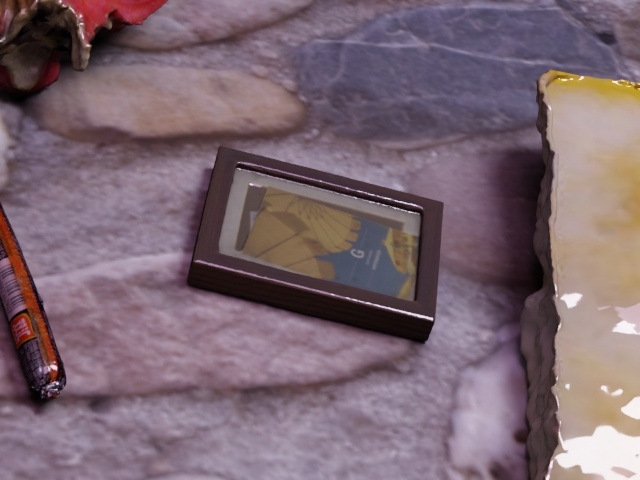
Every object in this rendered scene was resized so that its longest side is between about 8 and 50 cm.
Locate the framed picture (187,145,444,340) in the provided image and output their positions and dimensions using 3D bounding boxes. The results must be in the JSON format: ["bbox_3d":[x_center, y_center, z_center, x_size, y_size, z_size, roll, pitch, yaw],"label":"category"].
[{"bbox_3d":[0.000,0.000,1.203,0.168,0.023,0.128,14,42,-5],"label":"framed picture"}]

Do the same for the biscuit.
[{"bbox_3d":[0.329,0.056,1.200,0.446,0.104,0.429,6,44,-9],"label":"biscuit"}]

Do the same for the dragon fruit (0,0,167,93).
[{"bbox_3d":[-0.216,-0.206,1.266,0.262,0.134,0.211,30,44,-43],"label":"dragon fruit"}]

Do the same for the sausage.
[{"bbox_3d":[-0.198,0.028,1.104,0.028,0.025,0.198,-29,52,-1],"label":"sausage"}]
